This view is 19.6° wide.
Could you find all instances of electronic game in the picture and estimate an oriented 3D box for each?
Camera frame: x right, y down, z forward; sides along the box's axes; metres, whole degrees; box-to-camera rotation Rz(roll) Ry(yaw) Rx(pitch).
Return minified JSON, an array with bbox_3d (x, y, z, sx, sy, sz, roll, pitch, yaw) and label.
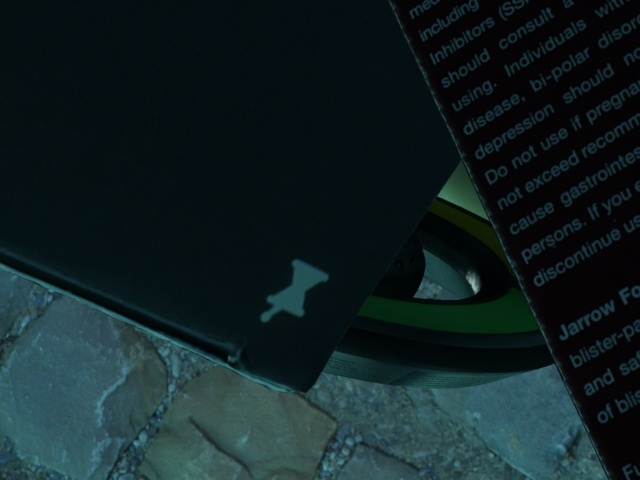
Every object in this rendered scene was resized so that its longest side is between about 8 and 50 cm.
[{"bbox_3d":[0.000,0.000,0.774,0.229,0.048,0.229,16,-163,-5],"label":"electronic game"}]

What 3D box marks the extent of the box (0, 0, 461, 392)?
[{"bbox_3d":[-0.145,-0.167,0.626,0.293,0.212,0.395,28,-170,-43],"label":"box"}]

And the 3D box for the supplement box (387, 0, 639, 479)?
[{"bbox_3d":[0.089,-0.001,0.364,0.130,0.073,0.239,23,-141,-57],"label":"supplement box"}]

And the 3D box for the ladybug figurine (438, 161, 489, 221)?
[{"bbox_3d":[0.121,-0.078,1.084,0.305,0.162,0.449,25,-168,-45],"label":"ladybug figurine"}]
